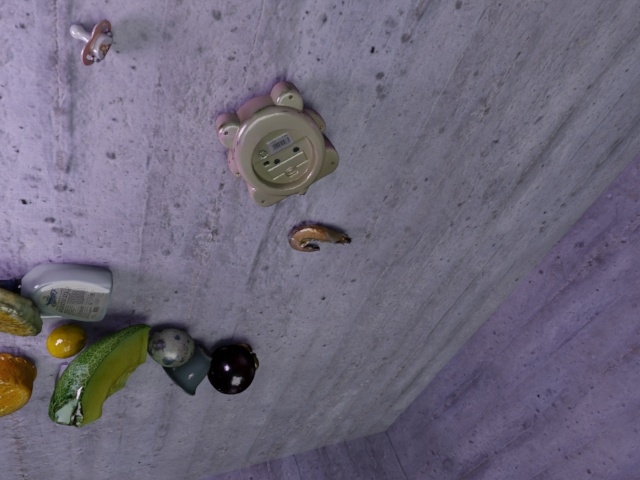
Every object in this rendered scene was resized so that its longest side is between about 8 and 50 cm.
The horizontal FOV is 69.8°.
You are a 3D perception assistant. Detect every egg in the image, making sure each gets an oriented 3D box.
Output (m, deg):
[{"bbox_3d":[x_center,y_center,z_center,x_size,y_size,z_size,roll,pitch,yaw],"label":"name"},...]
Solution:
[{"bbox_3d":[-0.555,0.395,1.696,0.182,0.141,0.141,23,121,-39],"label":"egg"}]

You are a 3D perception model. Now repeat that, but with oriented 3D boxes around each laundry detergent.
[{"bbox_3d":[-0.770,0.158,1.336,0.281,0.105,0.214,5,133,-34],"label":"laundry detergent"}]

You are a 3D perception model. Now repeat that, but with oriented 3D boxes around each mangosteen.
[{"bbox_3d":[-0.352,0.528,1.933,0.250,0.211,0.211,-19,150,-54],"label":"mangosteen"}]

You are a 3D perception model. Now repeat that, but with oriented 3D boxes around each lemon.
[{"bbox_3d":[-0.828,0.329,1.495,0.133,0.109,0.109,-18,142,4],"label":"lemon"}]

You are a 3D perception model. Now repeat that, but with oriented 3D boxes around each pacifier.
[{"bbox_3d":[-0.461,-0.402,0.919,0.078,0.081,0.099,29,94,-11],"label":"pacifier"}]

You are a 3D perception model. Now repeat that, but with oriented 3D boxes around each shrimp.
[{"bbox_3d":[-0.001,-0.002,1.636,0.251,0.052,0.143,12,139,-29],"label":"shrimp"}]

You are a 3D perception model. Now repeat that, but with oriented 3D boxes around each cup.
[{"bbox_3d":[-0.511,0.489,1.820,0.150,0.199,0.199,-42,142,-9],"label":"cup"}]

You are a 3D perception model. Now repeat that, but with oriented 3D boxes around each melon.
[{"bbox_3d":[-0.719,0.443,1.485,0.331,0.226,0.343,-32,177,6],"label":"melon"}]

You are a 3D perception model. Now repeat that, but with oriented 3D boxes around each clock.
[{"bbox_3d":[-0.116,-0.253,1.238,0.284,0.114,0.309,-27,139,4],"label":"clock"}]

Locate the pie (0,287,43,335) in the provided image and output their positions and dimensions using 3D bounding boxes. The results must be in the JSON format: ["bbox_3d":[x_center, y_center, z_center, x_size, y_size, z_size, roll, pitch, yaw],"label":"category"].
[{"bbox_3d":[-0.891,0.180,1.240,0.278,0.078,0.276,6,148,4],"label":"pie"}]

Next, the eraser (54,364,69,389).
[{"bbox_3d":[-0.866,0.517,1.720,0.210,0.067,0.124,10,131,-36],"label":"eraser"}]

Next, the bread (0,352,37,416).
[{"bbox_3d":[-1.068,0.470,1.495,0.269,0.145,0.268,-18,140,-16],"label":"bread"}]
